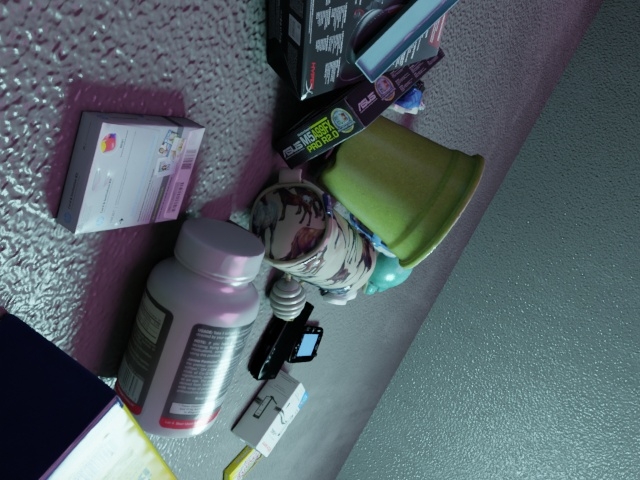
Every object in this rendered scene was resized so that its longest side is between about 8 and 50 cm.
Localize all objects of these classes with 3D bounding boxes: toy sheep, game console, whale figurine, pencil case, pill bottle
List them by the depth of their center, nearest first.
[{"bbox_3d":[-0.200,0.133,0.992,0.176,0.176,0.318,-15,131,-62],"label":"pill bottle"},{"bbox_3d":[0.000,0.000,1.299,0.410,0.160,0.183,37,68,-69],"label":"pencil case"},{"bbox_3d":[-0.072,0.124,1.406,0.091,0.091,0.132,-37,134,-46],"label":"toy sheep"},{"bbox_3d":[-0.061,0.259,1.657,0.213,0.044,0.361,-61,160,1],"label":"game console"},{"bbox_3d":[0.212,0.085,1.919,0.216,0.141,0.272,-55,159,-17],"label":"whale figurine"}]

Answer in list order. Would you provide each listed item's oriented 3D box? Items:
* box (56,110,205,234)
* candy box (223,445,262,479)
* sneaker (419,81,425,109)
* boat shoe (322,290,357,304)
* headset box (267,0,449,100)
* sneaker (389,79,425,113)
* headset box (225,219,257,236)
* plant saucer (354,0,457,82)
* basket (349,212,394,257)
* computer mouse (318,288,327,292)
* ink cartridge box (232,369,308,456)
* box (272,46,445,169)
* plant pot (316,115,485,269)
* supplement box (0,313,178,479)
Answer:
[{"bbox_3d":[-0.239,-0.088,0.815,0.186,0.038,0.145,-18,133,-62],"label":"box"},{"bbox_3d":[-0.204,0.623,1.816,0.206,0.027,0.105,-40,148,-43],"label":"candy box"},{"bbox_3d":[0.243,-0.360,1.567,0.098,0.038,0.069,-24,139,-58],"label":"sneaker"},{"bbox_3d":[0.062,0.136,1.758,0.184,0.066,0.063,-7,109,-62],"label":"boat shoe"},{"bbox_3d":[0.074,-0.359,0.929,0.293,0.110,0.218,-24,148,-21],"label":"headset box"},{"bbox_3d":[0.194,-0.339,1.459,0.152,0.058,0.084,-12,123,-56],"label":"sneaker"},{"bbox_3d":[-0.154,-0.001,1.083,0.083,0.062,0.032,-29,143,-52],"label":"headset box"},{"bbox_3d":[0.129,-0.315,0.918,0.192,0.018,0.067,-43,150,10],"label":"plant saucer"},{"bbox_3d":[0.199,-0.092,1.579,0.254,0.201,0.289,-55,168,-13],"label":"basket"},{"bbox_3d":[0.040,0.043,1.611,0.106,0.042,0.192,-42,152,-38],"label":"computer mouse"},{"bbox_3d":[-0.131,0.464,1.697,0.203,0.086,0.148,-54,158,-19],"label":"ink cartridge box"},{"bbox_3d":[0.067,-0.246,1.110,0.270,0.060,0.216,-45,-165,-34],"label":"box"},{"bbox_3d":[0.142,-0.124,1.277,0.276,0.254,0.276,-56,-175,7],"label":"plant pot"},{"bbox_3d":[-0.350,0.295,0.828,0.195,0.194,0.356,-49,156,-28],"label":"supplement box"}]
